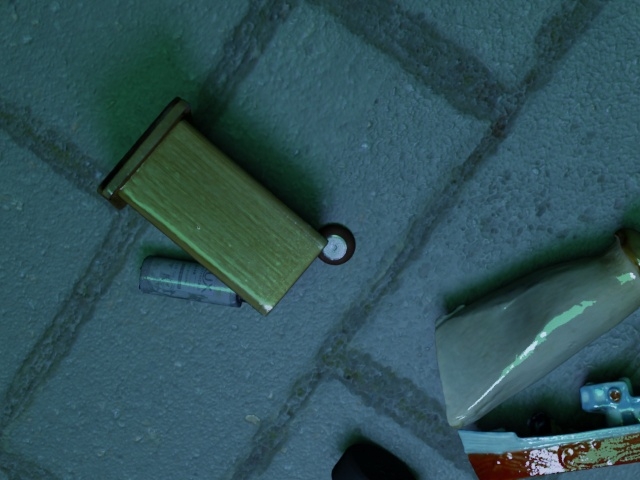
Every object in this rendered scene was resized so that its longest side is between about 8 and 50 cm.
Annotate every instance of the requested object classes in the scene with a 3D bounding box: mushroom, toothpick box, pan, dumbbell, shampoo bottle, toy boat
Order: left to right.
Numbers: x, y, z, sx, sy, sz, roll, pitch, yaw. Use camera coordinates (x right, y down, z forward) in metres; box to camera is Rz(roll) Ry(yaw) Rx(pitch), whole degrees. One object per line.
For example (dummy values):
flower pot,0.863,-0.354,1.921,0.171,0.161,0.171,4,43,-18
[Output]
shampoo bottle,-0.185,0.069,1.789,0.214,0.072,0.072,8,104,8
toothpick box,-0.154,-0.039,1.675,0.308,0.190,0.187,40,83,-1
pan,0.000,0.000,1.764,0.115,0.023,0.068,22,106,4
dumbbell,0.052,0.459,1.791,0.152,0.152,0.218,32,106,2
mushroom,0.338,0.121,1.678,0.407,0.137,0.154,-34,53,10
toy boat,0.382,0.294,1.710,0.332,0.145,0.133,-11,77,10
